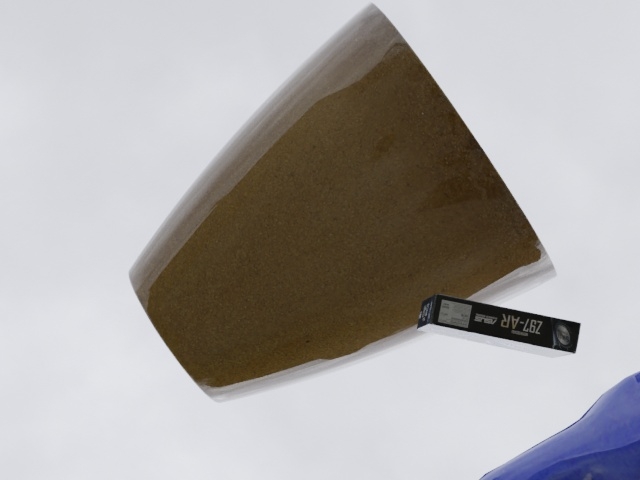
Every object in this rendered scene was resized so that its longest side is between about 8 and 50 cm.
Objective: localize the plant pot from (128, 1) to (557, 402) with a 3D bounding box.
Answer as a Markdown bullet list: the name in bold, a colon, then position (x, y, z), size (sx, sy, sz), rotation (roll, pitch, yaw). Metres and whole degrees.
- **plant pot**: position (0.000, 0.000, 1.215), size (0.254, 0.237, 0.237), rotation (-35, -83, 3)

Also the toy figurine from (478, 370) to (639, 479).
- **toy figurine**: position (0.124, 0.129, 0.379), size (0.362, 0.191, 0.217), rotation (29, -65, -31)

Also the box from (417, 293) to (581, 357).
- **box**: position (0.100, 0.049, 0.960), size (0.083, 0.067, 0.018), rotation (12, -97, -3)
